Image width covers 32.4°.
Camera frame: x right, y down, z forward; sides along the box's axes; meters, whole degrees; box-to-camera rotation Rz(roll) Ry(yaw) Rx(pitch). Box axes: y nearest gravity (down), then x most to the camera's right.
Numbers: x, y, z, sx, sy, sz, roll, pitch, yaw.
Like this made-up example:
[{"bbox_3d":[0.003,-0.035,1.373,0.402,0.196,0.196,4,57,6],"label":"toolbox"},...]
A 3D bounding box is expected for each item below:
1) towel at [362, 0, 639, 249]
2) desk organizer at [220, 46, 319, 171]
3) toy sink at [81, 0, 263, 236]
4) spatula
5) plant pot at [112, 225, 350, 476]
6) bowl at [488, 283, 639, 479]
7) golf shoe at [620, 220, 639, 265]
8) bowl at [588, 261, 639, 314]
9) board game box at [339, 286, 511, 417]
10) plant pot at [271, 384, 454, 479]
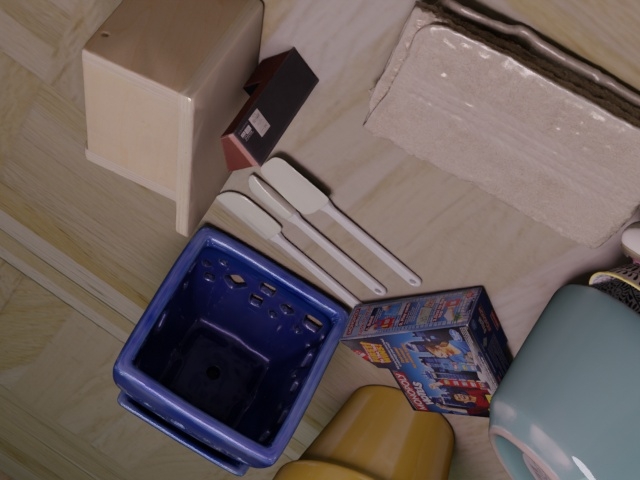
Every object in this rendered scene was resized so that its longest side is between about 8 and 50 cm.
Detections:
[{"bbox_3d":[0.185,-0.106,1.032,0.282,0.049,0.187,29,147,0],"label":"towel"},{"bbox_3d":[-0.059,-0.130,1.107,0.050,0.130,0.047,-8,131,45],"label":"desk organizer"},{"bbox_3d":[-0.157,-0.143,1.146,0.131,0.153,0.234,25,147,9],"label":"toy sink"},{"bbox_3d":[0.000,0.000,1.330,0.242,0.019,0.168,41,144,-15],"label":"spatula"},{"bbox_3d":[-0.127,0.161,1.454,0.236,0.236,0.212,30,153,-1],"label":"plant pot"},{"bbox_3d":[0.292,0.216,1.142,0.311,0.163,0.311,50,170,12],"label":"bowl"},{"bbox_3d":[0.368,-0.012,1.010,0.186,0.067,0.086,3,114,32],"label":"golf shoe"},{"bbox_3d":[0.353,0.075,1.084,0.170,0.080,0.170,50,170,12],"label":"bowl"},{"bbox_3d":[0.133,0.137,1.364,0.194,0.060,0.194,2,139,33],"label":"board game box"},{"bbox_3d":[0.069,0.343,1.521,0.254,0.239,0.254,19,144,15],"label":"plant pot"}]
